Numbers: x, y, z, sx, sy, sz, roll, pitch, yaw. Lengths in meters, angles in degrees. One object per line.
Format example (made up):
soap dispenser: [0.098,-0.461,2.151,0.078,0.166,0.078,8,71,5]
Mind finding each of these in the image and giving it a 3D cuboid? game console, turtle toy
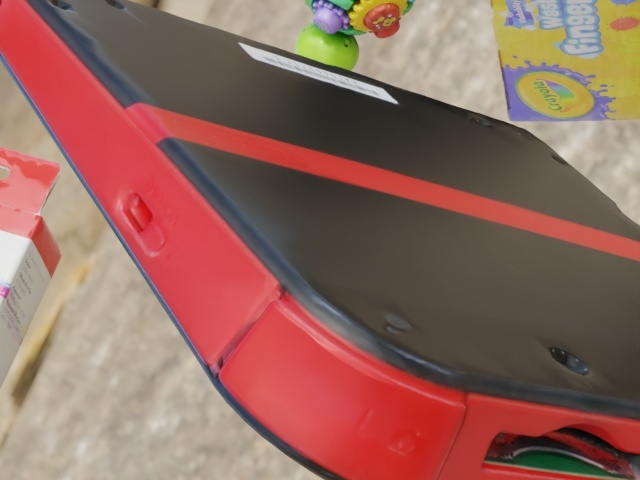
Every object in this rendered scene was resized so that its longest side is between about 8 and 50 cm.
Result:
game console: [0.056,0.009,0.849,0.342,0.386,0.060,46,114,43]
turtle toy: [0.023,-0.161,1.209,0.130,0.095,0.066,-48,54,42]

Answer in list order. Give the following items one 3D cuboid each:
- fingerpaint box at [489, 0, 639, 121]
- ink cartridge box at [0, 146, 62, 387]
fingerpaint box: [0.243,-0.365,1.728,0.445,0.163,0.371,64,-152,-68]
ink cartridge box: [-0.298,0.036,1.447,0.078,0.134,0.231,77,-148,-61]
